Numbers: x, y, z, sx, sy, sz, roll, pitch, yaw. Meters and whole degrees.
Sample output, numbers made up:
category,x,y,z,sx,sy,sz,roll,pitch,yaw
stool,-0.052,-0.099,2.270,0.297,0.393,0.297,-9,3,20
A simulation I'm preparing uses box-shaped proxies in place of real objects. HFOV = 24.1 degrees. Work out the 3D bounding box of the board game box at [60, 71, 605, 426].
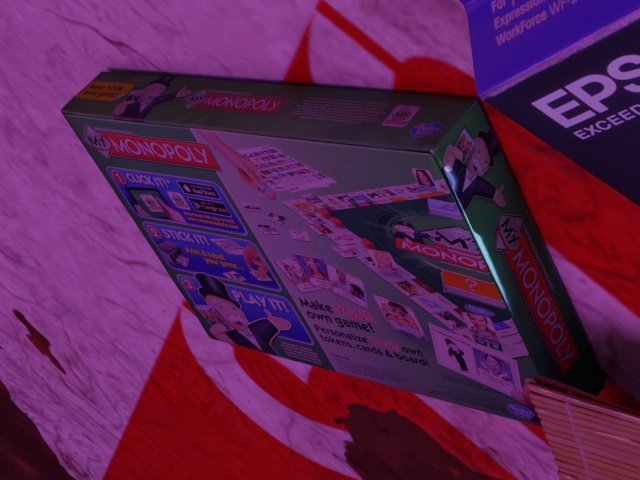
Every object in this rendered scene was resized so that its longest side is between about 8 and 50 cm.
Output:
category,x,y,z,sx,sy,sz,roll,pitch,yaw
board game box,0.000,0.000,0.909,0.317,0.046,0.214,11,139,45

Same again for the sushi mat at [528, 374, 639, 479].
category,x,y,z,sx,sy,sz,roll,pitch,yaw
sushi mat,0.259,0.161,0.767,0.316,0.019,0.151,16,142,32

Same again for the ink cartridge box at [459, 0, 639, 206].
category,x,y,z,sx,sy,sz,roll,pitch,yaw
ink cartridge box,0.154,-0.077,0.462,0.208,0.045,0.206,30,142,-30
